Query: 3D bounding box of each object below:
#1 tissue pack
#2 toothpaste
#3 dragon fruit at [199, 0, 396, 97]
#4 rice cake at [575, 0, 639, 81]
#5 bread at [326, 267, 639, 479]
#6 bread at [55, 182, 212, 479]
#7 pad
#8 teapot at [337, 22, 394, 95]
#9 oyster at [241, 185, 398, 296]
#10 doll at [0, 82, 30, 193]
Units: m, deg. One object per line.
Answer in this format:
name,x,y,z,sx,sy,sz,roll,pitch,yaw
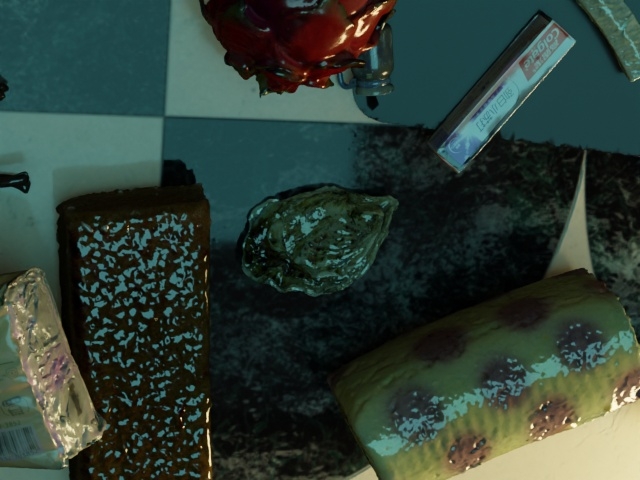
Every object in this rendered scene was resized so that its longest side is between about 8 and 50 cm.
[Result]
tissue pack,-0.381,0.147,1.572,0.257,0.123,0.215,-9,111,21
toothpaste,0.199,-0.164,1.678,0.047,0.040,0.196,39,100,-14
dragon fruit,-0.012,-0.272,1.553,0.193,0.192,0.274,8,110,-54
rice cake,0.287,-0.281,1.647,0.045,0.042,0.245,-36,104,12
bread,0.188,0.156,1.729,0.338,0.187,0.155,-23,113,-5
bread,-0.200,0.148,1.669,0.165,0.113,0.416,-3,108,-12
pad,0.235,-0.269,1.702,0.375,0.063,0.315,8,105,-5
teapot,0.048,-0.200,1.656,0.064,0.049,0.083,-5,105,-3
oyster,0.000,0.000,1.705,0.177,0.064,0.125,0,91,-3
doll,-0.391,-0.081,1.586,0.165,0.057,0.139,-16,112,-4
